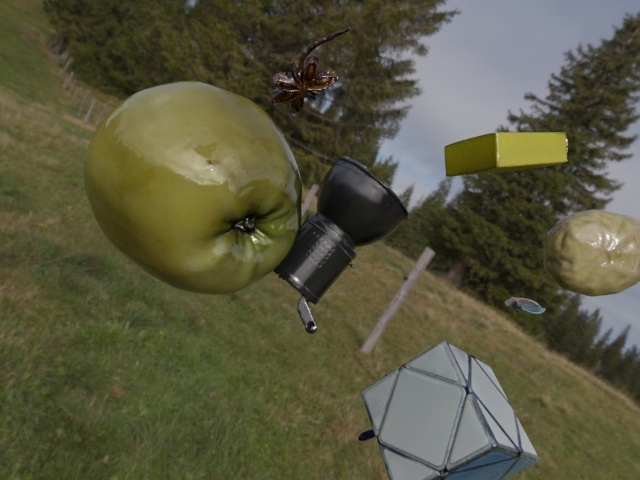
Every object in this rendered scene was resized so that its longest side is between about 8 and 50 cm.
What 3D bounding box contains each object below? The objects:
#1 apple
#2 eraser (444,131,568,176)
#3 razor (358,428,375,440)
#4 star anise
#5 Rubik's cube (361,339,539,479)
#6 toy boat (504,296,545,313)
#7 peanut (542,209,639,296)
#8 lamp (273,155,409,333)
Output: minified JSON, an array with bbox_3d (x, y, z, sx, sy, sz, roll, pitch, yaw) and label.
[{"bbox_3d":[-0.143,-0.062,0.621,0.262,0.263,0.262,30,6,-3],"label":"apple"},{"bbox_3d":[0.239,-0.111,0.655,0.122,0.045,0.097,-6,1,-25],"label":"eraser"},{"bbox_3d":[0.154,0.432,1.146,0.044,0.154,0.028,54,32,-21],"label":"razor"},{"bbox_3d":[-0.015,-0.307,0.908,0.097,0.190,0.070,37,28,-43],"label":"star anise"},{"bbox_3d":[0.232,0.340,0.927,0.205,0.205,0.207,32,29,-42],"label":"Rubik's cube"},{"bbox_3d":[0.498,0.166,1.218,0.096,0.034,0.122,8,6,13],"label":"toy boat"},{"bbox_3d":[0.408,0.016,0.710,0.256,0.124,0.123,-1,26,-42],"label":"peanut"},{"bbox_3d":[0.000,0.000,0.763,0.172,0.227,0.147,42,-7,4],"label":"lamp"}]
